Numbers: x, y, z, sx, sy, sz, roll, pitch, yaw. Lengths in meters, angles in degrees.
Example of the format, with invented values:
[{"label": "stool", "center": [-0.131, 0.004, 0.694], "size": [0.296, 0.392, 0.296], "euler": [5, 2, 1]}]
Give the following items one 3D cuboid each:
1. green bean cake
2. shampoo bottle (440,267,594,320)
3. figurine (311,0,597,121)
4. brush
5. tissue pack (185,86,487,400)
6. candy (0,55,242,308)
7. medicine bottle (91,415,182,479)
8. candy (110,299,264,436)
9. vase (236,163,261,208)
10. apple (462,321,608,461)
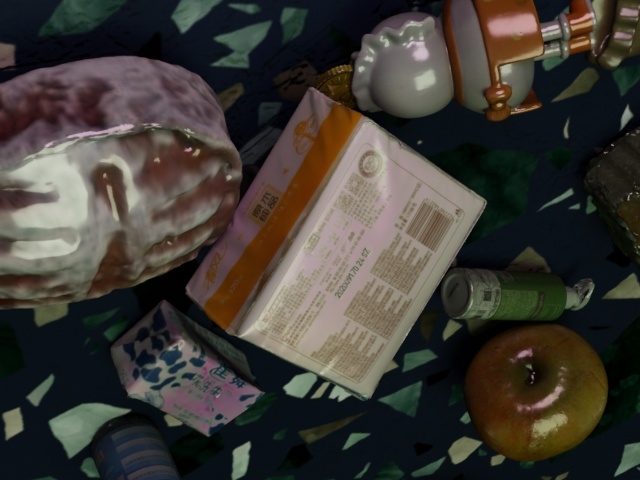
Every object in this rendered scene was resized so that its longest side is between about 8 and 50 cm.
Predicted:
[{"label": "green bean cake", "center": [0.411, -0.064, 1.494], "size": [0.173, 0.094, 0.181], "euler": [-39, 137, 5]}, {"label": "shampoo bottle", "center": [0.243, 0.066, 1.535], "size": [0.204, 0.065, 0.065], "euler": [4, 126, -34]}, {"label": "figurine", "center": [0.127, -0.167, 1.193], "size": [0.271, 0.143, 0.143], "euler": [-27, 138, -7]}, {"label": "brush", "center": [0.316, -0.315, 1.238], "size": [0.084, 0.071, 0.301], "euler": [-21, 130, -36]}, {"label": "tissue pack", "center": [0.014, 0.004, 1.178], "size": [0.185, 0.124, 0.225], "euler": [31, 91, -35]}, {"label": "candy", "center": [-0.206, -0.044, 1.091], "size": [0.289, 0.157, 0.214], "euler": [-14, 144, -17]}, {"label": "medicine bottle", "center": [-0.182, 0.287, 1.376], "size": [0.083, 0.203, 0.083], "euler": [-18, 136, -19]}, {"label": "candy", "center": [-0.145, 0.142, 1.362], "size": [0.092, 0.073, 0.160], "euler": [-40, 138, 9]}, {"label": "vase", "center": [0.000, 0.000, 1.302], "size": [0.237, 0.115, 0.115], "euler": [26, 112, -40]}, {"label": "apple", "center": [0.270, 0.191, 1.587], "size": [0.182, 0.182, 0.155], "euler": [-29, 152, -4]}]
